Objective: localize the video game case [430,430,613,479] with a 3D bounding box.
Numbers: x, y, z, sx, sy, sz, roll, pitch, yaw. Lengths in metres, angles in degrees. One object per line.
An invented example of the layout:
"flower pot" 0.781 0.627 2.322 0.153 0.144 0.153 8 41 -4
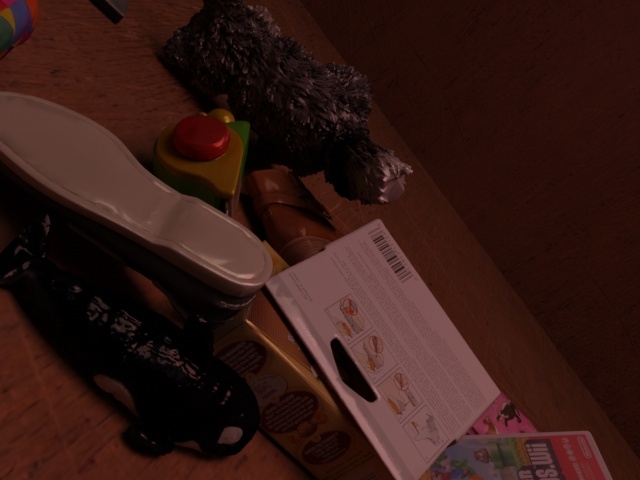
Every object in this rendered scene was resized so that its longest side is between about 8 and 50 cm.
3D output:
"video game case" 0.228 0.323 0.918 0.204 0.286 0.025 -96 -175 -57

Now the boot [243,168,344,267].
"boot" 0.000 0.000 1.181 0.284 0.109 0.220 8 44 -55

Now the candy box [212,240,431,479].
"candy box" 0.000 0.168 0.866 0.316 0.088 0.183 48 19 -19

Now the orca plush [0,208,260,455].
"orca plush" -0.141 0.080 0.658 0.287 0.102 0.151 50 19 -9

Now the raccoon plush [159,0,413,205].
"raccoon plush" -0.050 -0.248 1.139 0.299 0.216 0.446 36 -5 -34

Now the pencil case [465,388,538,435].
"pencil case" 0.182 0.229 1.096 0.386 0.160 0.167 49 52 -16

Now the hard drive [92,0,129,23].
"hard drive" -0.353 -0.402 1.133 0.135 0.022 0.094 42 22 -31

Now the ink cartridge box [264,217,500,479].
"ink cartridge box" 0.069 0.129 0.876 0.239 0.060 0.275 -27 80 -47

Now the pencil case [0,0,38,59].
"pencil case" -0.342 -0.197 0.679 0.104 0.104 0.236 47 18 -21

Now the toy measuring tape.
"toy measuring tape" -0.157 -0.051 0.885 0.121 0.121 0.330 41 36 -33

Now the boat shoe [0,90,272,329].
"boat shoe" -0.202 -0.022 0.703 0.320 0.099 0.116 33 36 -4
